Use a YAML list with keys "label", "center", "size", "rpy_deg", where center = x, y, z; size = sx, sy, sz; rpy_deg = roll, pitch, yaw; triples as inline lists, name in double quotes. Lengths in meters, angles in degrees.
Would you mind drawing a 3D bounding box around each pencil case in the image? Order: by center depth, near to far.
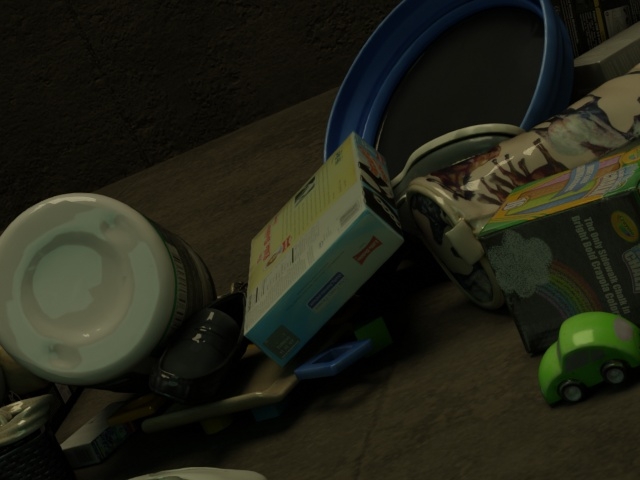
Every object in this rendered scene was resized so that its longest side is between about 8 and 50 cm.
- label: "pencil case"
  center: [0.288, -0.076, 1.630]
  size: [0.410, 0.160, 0.183]
  rpy_deg: [-28, -6, -15]

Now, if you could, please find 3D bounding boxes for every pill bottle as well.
- label: "pill bottle"
  center: [-0.230, 0.071, 1.741]
  size: [0.204, 0.204, 0.361]
  rpy_deg: [-25, -10, 3]

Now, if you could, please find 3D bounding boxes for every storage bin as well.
- label: "storage bin"
  center: [-0.361, 0.270, 1.653]
  size: [0.180, 0.084, 0.122]
  rpy_deg: [-28, 13, -8]

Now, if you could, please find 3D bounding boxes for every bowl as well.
- label: "bowl"
  center: [0.165, -0.173, 1.994]
  size: [0.391, 0.077, 0.391]
  rpy_deg: [-29, 46, 36]

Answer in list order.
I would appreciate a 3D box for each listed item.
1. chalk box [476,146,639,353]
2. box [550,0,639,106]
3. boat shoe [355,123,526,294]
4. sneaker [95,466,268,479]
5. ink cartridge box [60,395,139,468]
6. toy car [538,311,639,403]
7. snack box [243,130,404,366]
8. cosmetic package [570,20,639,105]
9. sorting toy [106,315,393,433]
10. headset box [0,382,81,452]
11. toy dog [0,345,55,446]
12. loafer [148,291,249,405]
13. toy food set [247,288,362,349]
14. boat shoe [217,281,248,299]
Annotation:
- label: "chalk box"
  center: [0.278, -0.001, 1.406]
  size: [0.213, 0.132, 0.132]
  rpy_deg: [-17, 15, 30]
- label: "box"
  center: [0.379, -0.398, 2.117]
  size: [0.318, 0.394, 0.097]
  rpy_deg: [-19, 8, -28]
- label: "boat shoe"
  center: [0.128, -0.033, 1.792]
  size: [0.116, 0.099, 0.319]
  rpy_deg: [15, -33, -37]
- label: "sneaker"
  center: [-0.176, 0.264, 1.293]
  size: [0.331, 0.122, 0.146]
  rpy_deg: [-18, -4, 33]
- label: "ink cartridge box"
  center: [-0.247, 0.220, 1.763]
  size: [0.063, 0.029, 0.115]
  rpy_deg: [-17, 14, 36]
- label: "toy car"
  center: [0.268, 0.067, 1.251]
  size: [0.225, 0.053, 0.239]
  rpy_deg: [-28, 24, 25]
- label: "snack box"
  center: [0.000, 0.000, 1.689]
  size: [0.187, 0.060, 0.322]
  rpy_deg: [-46, 13, 13]
- label: "cosmetic package"
  center: [0.447, -0.228, 2.034]
  size: [0.238, 0.127, 0.107]
  rpy_deg: [-30, 12, -26]
- label: "sorting toy"
  center: [-0.072, 0.158, 1.645]
  size: [0.348, 0.047, 0.196]
  rpy_deg: [-17, 11, 34]
- label: "headset box"
  center: [-0.476, 0.224, 2.006]
  size: [0.293, 0.110, 0.218]
  rpy_deg: [-23, 13, 12]
- label: "toy dog"
  center: [-0.426, 0.149, 1.713]
  size: [0.220, 0.161, 0.334]
  rpy_deg: [-27, 9, -6]
- label: "loafer"
  center: [-0.122, 0.109, 1.597]
  size: [0.076, 0.078, 0.223]
  rpy_deg: [19, 17, 8]
- label: "toy food set"
  center: [-0.051, 0.079, 1.863]
  size: [0.218, 0.071, 0.128]
  rpy_deg: [-12, 18, 48]
- label: "boat shoe"
  center: [-0.106, 0.079, 2.020]
  size: [0.152, 0.049, 0.056]
  rpy_deg: [-24, 12, 3]
